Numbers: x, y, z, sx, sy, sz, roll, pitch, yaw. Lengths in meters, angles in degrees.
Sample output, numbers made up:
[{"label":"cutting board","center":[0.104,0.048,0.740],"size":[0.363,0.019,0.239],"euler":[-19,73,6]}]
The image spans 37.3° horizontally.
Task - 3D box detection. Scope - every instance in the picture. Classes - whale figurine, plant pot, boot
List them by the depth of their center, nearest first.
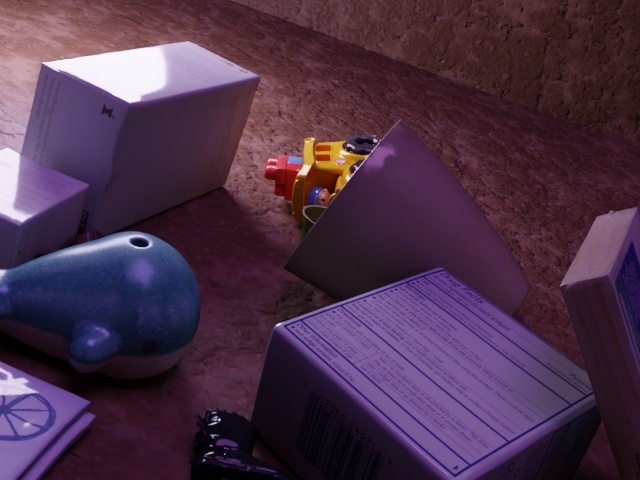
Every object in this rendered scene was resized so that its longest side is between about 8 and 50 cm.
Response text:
[{"label":"boot","center":[-0.077,0.222,0.971],"size":[0.121,0.045,0.099],"euler":[18,20,-6]},{"label":"whale figurine","center":[-0.264,0.055,1.049],"size":[0.271,0.141,0.216],"euler":[10,26,-22]},{"label":"boot","center":[-0.315,0.015,1.222],"size":[0.106,0.037,0.114],"euler":[25,23,-25]},{"label":"plant pot","center":[0.135,0.021,1.284],"size":[0.274,0.256,0.256],"euler":[38,25,1]},{"label":"plant pot","center":[0.000,0.000,1.459],"size":[0.083,0.079,0.083],"euler":[17,24,-8]}]

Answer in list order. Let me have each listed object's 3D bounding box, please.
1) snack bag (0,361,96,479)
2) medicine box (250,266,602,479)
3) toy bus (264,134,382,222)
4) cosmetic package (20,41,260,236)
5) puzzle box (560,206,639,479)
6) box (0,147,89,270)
[{"label":"snack bag","center":[-0.408,0.171,0.817],"size":[0.323,0.037,0.342],"euler":[22,23,5]},{"label":"medicine box","center":[0.121,0.183,1.037],"size":[0.289,0.149,0.263],"euler":[-15,42,-42]},{"label":"toy bus","center":[0.009,-0.089,1.600],"size":[0.211,0.150,0.220],"euler":[5,28,-3]},{"label":"cosmetic package","center":[-0.265,-0.164,1.432],"size":[0.156,0.217,0.385],"euler":[28,23,16]},{"label":"puzzle box","center":[0.362,0.188,1.033],"size":[0.052,0.409,0.272],"euler":[-15,9,27]},{"label":"box","center":[-0.395,-0.033,1.193],"size":[0.130,0.091,0.170],"euler":[24,24,8]}]
